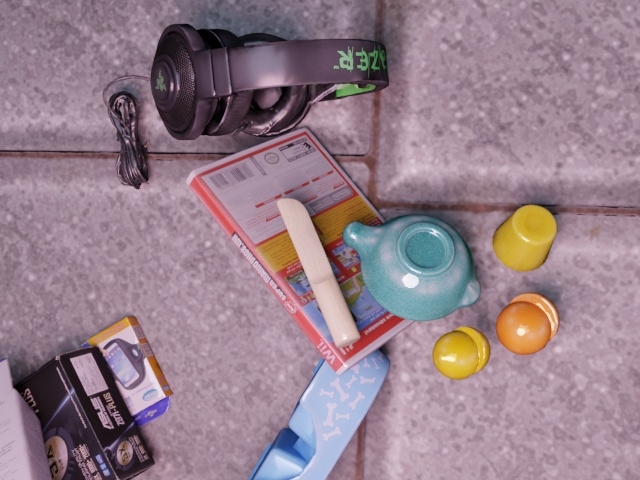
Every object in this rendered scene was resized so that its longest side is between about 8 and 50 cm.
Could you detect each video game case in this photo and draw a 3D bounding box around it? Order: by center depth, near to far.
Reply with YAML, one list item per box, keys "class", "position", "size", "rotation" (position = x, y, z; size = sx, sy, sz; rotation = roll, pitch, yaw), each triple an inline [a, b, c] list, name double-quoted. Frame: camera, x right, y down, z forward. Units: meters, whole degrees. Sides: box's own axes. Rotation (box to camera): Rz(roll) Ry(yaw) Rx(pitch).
- class: "video game case"
  position: [0.000, 0.000, 1.030]
  size: [0.285, 0.204, 0.025]
  rotation: [51, 135, 12]

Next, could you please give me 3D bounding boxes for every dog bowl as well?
- class: "dog bowl"
  position: [-0.014, 0.238, 1.035]
  size: [0.074, 0.166, 0.297]
  rotation: [31, 95, 3]

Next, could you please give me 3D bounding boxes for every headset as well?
- class: "headset"
  position: [-0.106, -0.161, 1.049]
  size: [0.394, 0.243, 0.185]
  rotation: [-1, 96, 32]

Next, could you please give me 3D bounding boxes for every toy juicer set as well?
- class: "toy juicer set"
  position: [0.113, 0.060, 0.987]
  size: [0.329, 0.089, 0.209]
  rotation: [1, 65, -5]

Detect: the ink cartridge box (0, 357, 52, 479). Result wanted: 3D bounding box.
- class: "ink cartridge box"
  position: [-0.467, 0.326, 0.996]
  size: [0.324, 0.330, 0.071]
  rotation: [-31, 124, -7]

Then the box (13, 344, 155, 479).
- class: "box"
  position: [-0.325, 0.252, 1.135]
  size: [0.147, 0.077, 0.180]
  rotation: [-33, 80, 25]

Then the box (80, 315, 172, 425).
- class: "box"
  position: [-0.257, 0.180, 1.163]
  size: [0.081, 0.028, 0.136]
  rotation: [-30, 79, 11]
